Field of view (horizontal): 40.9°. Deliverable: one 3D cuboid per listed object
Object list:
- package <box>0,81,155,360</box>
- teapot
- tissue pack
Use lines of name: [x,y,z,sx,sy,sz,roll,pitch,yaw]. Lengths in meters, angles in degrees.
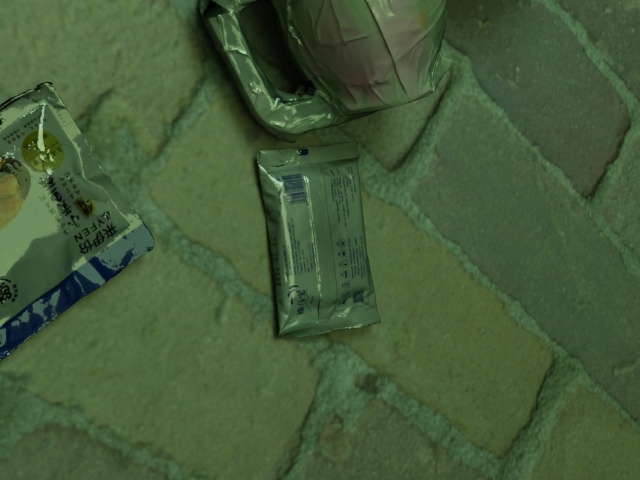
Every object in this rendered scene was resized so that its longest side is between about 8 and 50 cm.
package: [-0.245,-0.018,0.706,0.171,0.027,0.173,-41,109,-26]
teapot: [0.023,-0.194,0.804,0.221,0.163,0.178,-27,113,-31]
tissue pack: [0.000,0.000,0.871,0.122,0.026,0.193,-9,96,-33]
